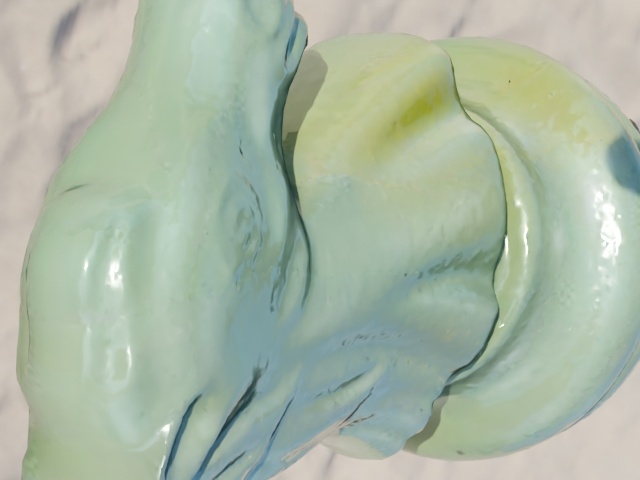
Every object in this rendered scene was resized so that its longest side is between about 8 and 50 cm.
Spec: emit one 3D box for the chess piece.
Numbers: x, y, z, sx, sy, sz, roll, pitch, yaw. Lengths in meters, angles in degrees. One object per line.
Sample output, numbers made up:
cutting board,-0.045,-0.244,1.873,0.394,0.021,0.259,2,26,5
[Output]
chess piece,0.000,0.000,0.657,0.298,0.176,0.176,1,105,-60
